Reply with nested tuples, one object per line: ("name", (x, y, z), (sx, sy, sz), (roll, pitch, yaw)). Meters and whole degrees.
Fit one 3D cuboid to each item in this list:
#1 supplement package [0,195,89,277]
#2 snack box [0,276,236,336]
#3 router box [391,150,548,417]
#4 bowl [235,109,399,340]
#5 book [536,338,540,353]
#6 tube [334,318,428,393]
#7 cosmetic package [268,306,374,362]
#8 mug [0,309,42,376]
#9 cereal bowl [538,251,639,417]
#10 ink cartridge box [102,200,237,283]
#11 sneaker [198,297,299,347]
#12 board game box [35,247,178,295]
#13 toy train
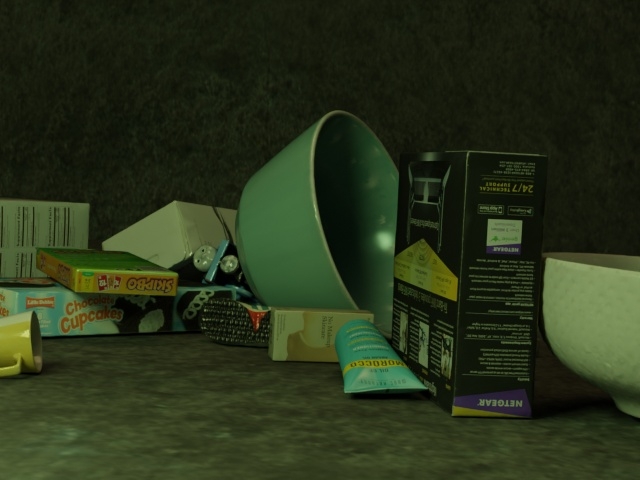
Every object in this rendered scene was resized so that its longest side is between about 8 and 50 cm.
("supplement package", (-0.497, 0.007, 2.201), (0.203, 0.149, 0.194), (0, 4, -44))
("snack box", (-0.291, 0.081, 1.822), (0.322, 0.060, 0.187), (0, 3, -41))
("router box", (0.140, 0.032, 1.431), (0.081, 0.243, 0.309), (3, 3, -8))
("bowl", (0.000, 0.000, 1.885), (0.163, 0.312, 0.311), (-17, -6, 25))
("book", (0.225, 0.125, 1.835), (0.096, 0.035, 0.144), (7, 1, 0))
("tube", (0.052, 0.128, 1.454), (0.080, 0.052, 0.207), (-7, 10, -5))
("cosmetic package", (0.000, 0.107, 1.619), (0.115, 0.060, 0.041), (1, 4, -10))
("mug", (-0.311, 0.102, 1.400), (0.064, 0.062, 0.078), (-5, -4, -2))
("cereal bowl", (0.363, 0.097, 1.321), (0.338, 0.141, 0.339), (5, 2, 0))
("ink cartridge box", (-0.187, 0.021, 2.099), (0.160, 0.093, 0.219), (-28, -20, 30))
("sneaker", (-0.070, 0.107, 1.732), (0.161, 0.057, 0.075), (3, -14, 28))
("board game box", (-0.274, 0.036, 1.783), (0.124, 0.039, 0.259), (3, 7, -23))
("toy train", (-0.110, 0.055, 1.977), (0.105, 0.080, 0.184), (15, -13, 27))
